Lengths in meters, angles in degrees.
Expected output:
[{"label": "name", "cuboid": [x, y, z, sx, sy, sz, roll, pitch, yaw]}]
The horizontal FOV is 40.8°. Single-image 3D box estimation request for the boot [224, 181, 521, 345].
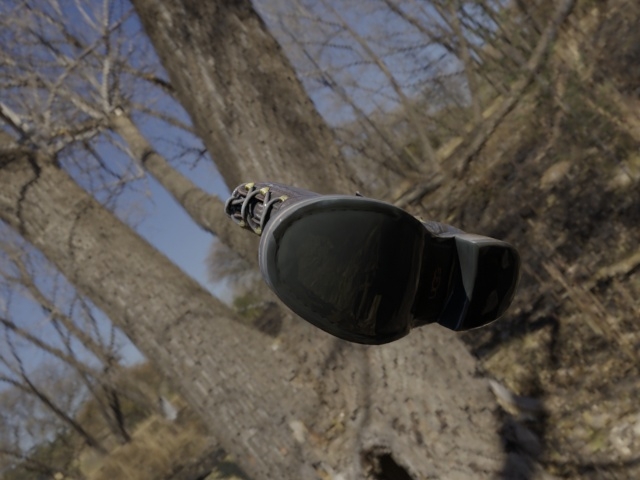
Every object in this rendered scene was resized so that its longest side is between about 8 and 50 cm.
[{"label": "boot", "cuboid": [0.000, 0.000, 0.655, 0.263, 0.229, 0.091, 12, -83, -45]}]
